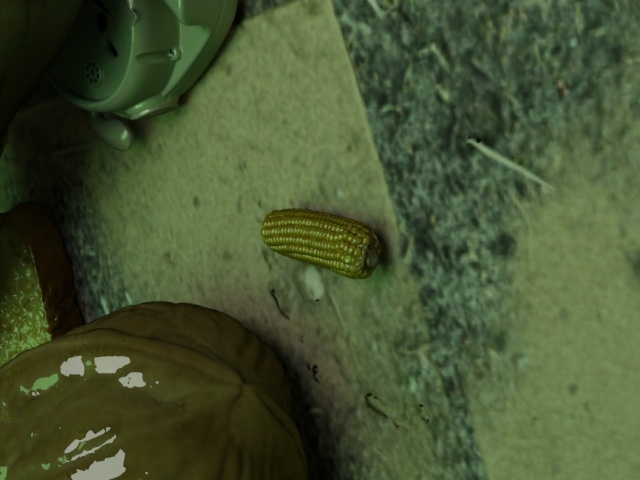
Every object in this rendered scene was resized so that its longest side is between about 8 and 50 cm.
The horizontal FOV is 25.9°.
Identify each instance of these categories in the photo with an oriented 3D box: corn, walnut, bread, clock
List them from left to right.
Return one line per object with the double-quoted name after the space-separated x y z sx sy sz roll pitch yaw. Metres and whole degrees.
-0.242 0.065 1.100 0.103 0.065 0.187 -3 101 16 "bread"
-0.141 -0.153 0.937 0.151 0.062 0.191 52 135 18 "clock"
-0.119 0.144 0.913 0.228 0.228 0.228 18 117 40 "walnut"
0.000 0.000 0.871 0.092 0.037 0.037 13 113 41 "corn"

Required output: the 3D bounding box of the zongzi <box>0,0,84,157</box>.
-0.228 -0.065 0.908 0.447 0.181 0.418 -11 108 38 "zongzi"
